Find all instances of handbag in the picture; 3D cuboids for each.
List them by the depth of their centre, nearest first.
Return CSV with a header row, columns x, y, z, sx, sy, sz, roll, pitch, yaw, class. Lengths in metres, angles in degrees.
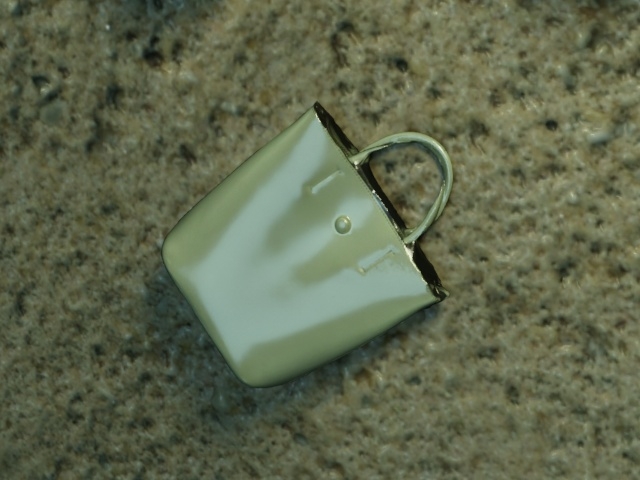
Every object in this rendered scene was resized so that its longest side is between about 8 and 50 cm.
x,y,z,sx,sy,sz,roll,pitch,yaw,class
0.000,0.000,1.946,0.315,0.109,0.241,-34,89,27,handbag
